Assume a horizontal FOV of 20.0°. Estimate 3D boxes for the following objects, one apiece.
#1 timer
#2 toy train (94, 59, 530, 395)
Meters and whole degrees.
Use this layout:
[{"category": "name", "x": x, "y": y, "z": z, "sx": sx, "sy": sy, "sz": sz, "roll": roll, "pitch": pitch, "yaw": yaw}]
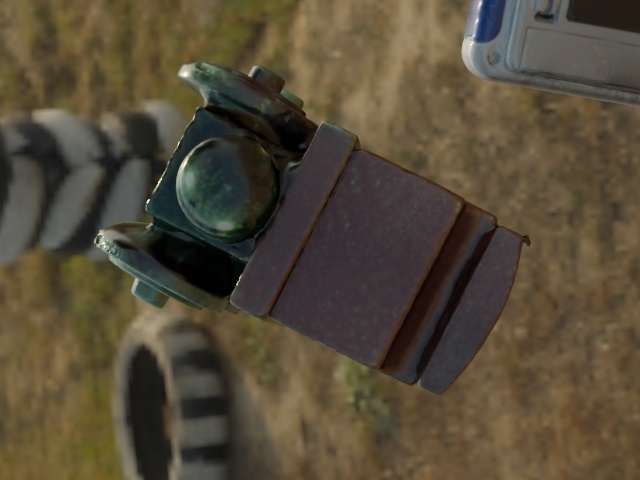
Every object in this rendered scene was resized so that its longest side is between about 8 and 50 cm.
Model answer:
[{"category": "timer", "x": 0.269, "y": -0.219, "z": 1.697, "sx": 0.078, "sy": 0.253, "sz": 0.178, "roll": -126, "pitch": 44, "yaw": -77}, {"category": "toy train", "x": 0.000, "y": 0.000, "z": 1.075, "sx": 0.150, "sy": 0.221, "sz": 0.304, "roll": -63, "pitch": -4, "yaw": -1}]
